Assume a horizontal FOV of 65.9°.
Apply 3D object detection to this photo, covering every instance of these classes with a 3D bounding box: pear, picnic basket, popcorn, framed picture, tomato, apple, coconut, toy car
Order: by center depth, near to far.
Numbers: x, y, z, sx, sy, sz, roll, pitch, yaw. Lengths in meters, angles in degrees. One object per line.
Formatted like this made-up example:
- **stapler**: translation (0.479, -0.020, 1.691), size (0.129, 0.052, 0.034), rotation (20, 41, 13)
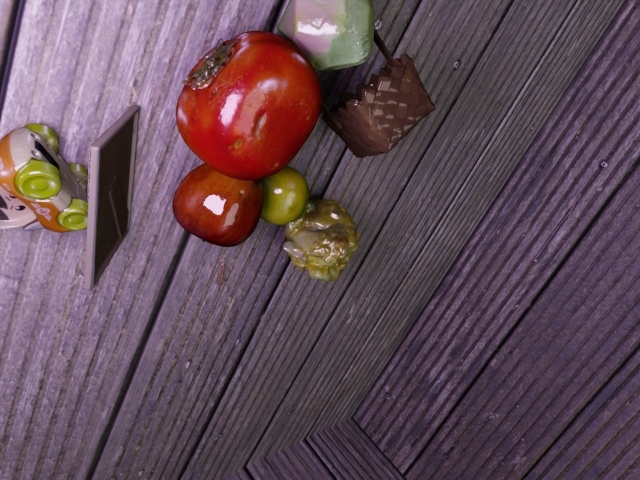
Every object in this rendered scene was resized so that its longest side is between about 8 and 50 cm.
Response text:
- **toy car**: translation (-0.591, -0.095, 0.979), size (0.234, 0.145, 0.235), rotation (-16, 145, -12)
- **framed picture**: translation (-0.448, -0.096, 1.064), size (0.022, 0.247, 0.335), rotation (14, 122, -9)
- **tomato**: translation (-0.161, -0.299, 1.118), size (0.325, 0.293, 0.290), rotation (-55, 137, -7)
- **coconut**: translation (0.009, -0.507, 1.165), size (0.235, 0.235, 0.205), rotation (-21, 121, -36)
- **apple**: translation (-0.256, -0.093, 1.286), size (0.233, 0.234, 0.234), rotation (-31, 144, -25)
- **picnic basket**: translation (0.123, -0.408, 1.362), size (0.254, 0.291, 0.321), rotation (-40, 104, -10)
- **pear**: translation (-0.139, -0.139, 1.440), size (0.216, 0.166, 0.180), rotation (11, 132, -30)
- **popcorn**: translation (-0.002, 0.005, 1.661), size (0.292, 0.293, 0.237), rotation (-24, 159, -33)

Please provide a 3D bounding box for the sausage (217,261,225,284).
- **sausage**: translation (-0.322, 0.109, 1.602), size (0.015, 0.015, 0.100), rotation (-17, 136, -40)
